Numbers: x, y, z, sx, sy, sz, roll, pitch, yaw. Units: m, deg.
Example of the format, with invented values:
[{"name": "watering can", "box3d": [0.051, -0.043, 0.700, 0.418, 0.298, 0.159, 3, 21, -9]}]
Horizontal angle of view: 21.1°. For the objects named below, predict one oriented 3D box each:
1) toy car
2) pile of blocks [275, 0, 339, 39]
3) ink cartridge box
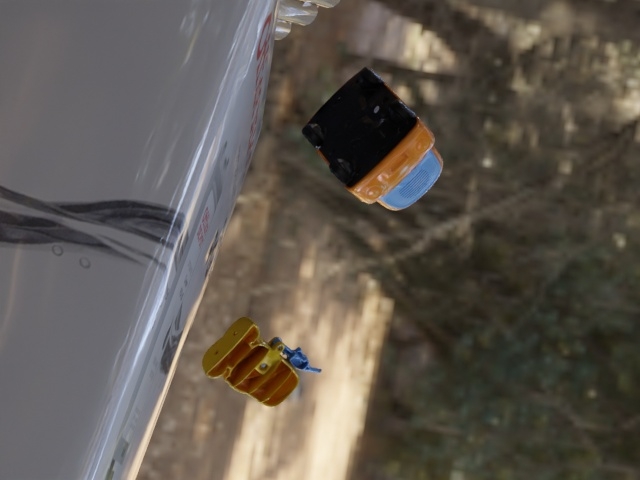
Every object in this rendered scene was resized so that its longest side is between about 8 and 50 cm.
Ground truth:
[{"name": "toy car", "box3d": [0.000, 0.000, 0.578, 0.122, 0.040, 0.060, -54, -149, -9]}, {"name": "pile of blocks", "box3d": [-0.013, -0.210, 1.088, 0.362, 0.149, 0.112, -39, 170, 15]}, {"name": "ink cartridge box", "box3d": [-0.112, 0.030, 0.615, 0.207, 0.117, 0.283, 107, 2, -75]}]
